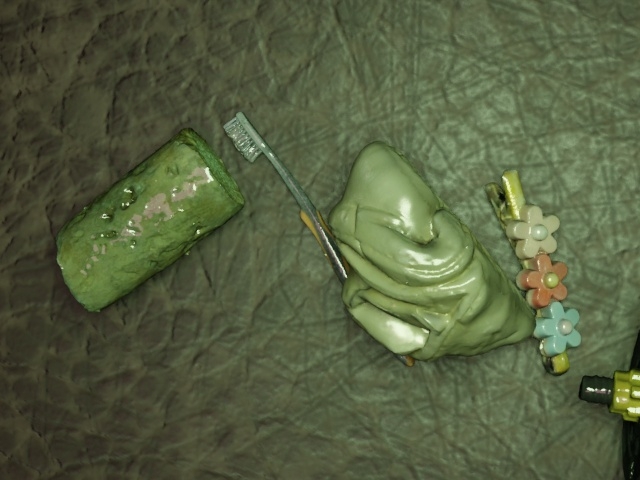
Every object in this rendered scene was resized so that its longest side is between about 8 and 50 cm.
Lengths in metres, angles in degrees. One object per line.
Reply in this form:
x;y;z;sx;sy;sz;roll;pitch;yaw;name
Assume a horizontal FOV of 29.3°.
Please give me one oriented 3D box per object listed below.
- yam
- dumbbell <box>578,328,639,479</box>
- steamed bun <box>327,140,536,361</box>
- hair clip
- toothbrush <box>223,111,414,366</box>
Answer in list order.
-0.180;-0.018;1.254;0.194;0.107;0.107;-37;85;5;yam
0.437;0.165;1.139;0.388;0.185;0.185;7;89;7;dumbbell
0.084;0.030;1.179;0.144;0.218;0.211;-40;58;5;steamed bun
0.221;0.031;1.233;0.062;0.056;0.214;-17;85;-27;hair clip
0.002;-0.002;1.274;0.031;0.023;0.321;-39;84;11;toothbrush
